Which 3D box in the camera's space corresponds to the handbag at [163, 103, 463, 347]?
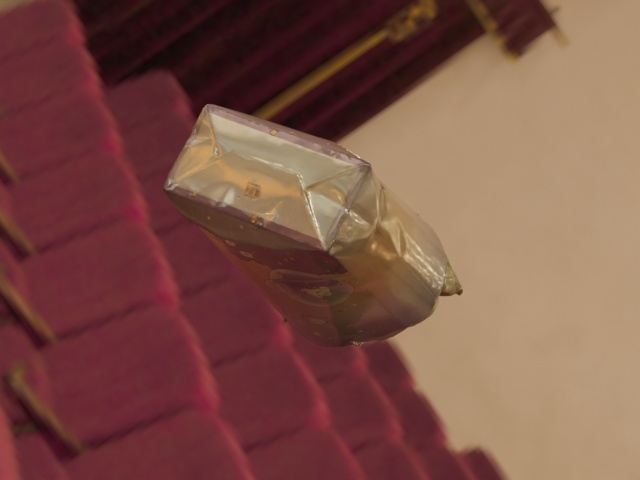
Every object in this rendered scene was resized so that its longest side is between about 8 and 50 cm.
[{"bbox_3d":[0.000,0.000,1.000,0.117,0.095,0.173,23,-10,29],"label":"handbag"}]
